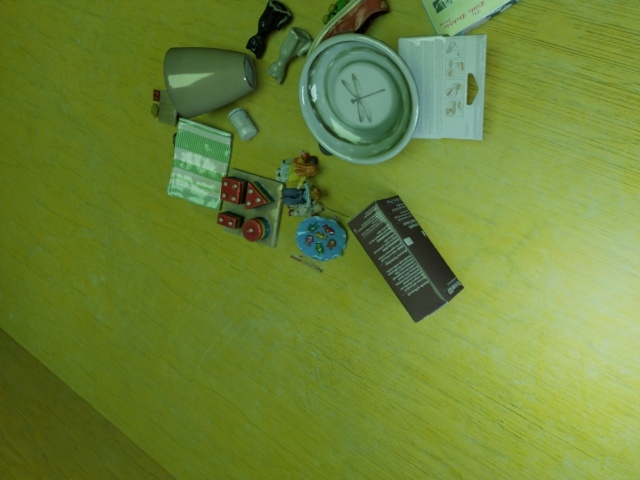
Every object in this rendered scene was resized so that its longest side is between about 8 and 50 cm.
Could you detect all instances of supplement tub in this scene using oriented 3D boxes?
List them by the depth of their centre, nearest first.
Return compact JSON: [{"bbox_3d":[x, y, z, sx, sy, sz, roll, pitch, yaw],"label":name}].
[{"bbox_3d":[-0.294,-0.438,1.934,0.071,0.071,0.107,-37,82,30],"label":"supplement tub"}]

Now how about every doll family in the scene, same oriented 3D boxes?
[{"bbox_3d":[-0.071,-0.190,1.824,0.163,0.118,0.262,-3,98,30],"label":"doll family"}]

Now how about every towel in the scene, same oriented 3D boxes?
[{"bbox_3d":[-0.487,-0.305,2.062,0.248,0.038,0.324,18,108,11],"label":"towel"}]

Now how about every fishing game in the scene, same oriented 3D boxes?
[{"bbox_3d":[0.000,0.000,1.832,0.189,0.041,0.264,27,121,-2],"label":"fishing game"}]

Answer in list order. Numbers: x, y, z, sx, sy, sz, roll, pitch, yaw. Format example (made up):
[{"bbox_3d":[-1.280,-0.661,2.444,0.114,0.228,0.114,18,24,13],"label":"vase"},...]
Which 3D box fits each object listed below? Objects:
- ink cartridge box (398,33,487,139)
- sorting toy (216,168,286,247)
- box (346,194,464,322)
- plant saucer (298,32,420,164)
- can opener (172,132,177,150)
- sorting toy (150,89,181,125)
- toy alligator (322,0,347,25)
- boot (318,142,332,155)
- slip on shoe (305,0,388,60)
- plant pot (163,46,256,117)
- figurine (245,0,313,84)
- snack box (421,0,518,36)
[{"bbox_3d":[0.362,-0.451,1.519,0.261,0.066,0.296,9,117,29],"label":"ink cartridge box"},{"bbox_3d":[-0.280,-0.123,1.976,0.256,0.089,0.256,19,108,26],"label":"sorting toy"},{"bbox_3d":[0.271,0.050,1.632,0.143,0.191,0.381,-38,81,30],"label":"box"},{"bbox_3d":[0.125,-0.435,1.578,0.401,0.100,0.400,18,130,23],"label":"plant saucer"},{"bbox_3d":[-0.577,-0.352,2.120,0.073,0.059,0.185,20,113,49],"label":"can opener"},{"bbox_3d":[-0.611,-0.543,2.099,0.275,0.046,0.132,21,109,43],"label":"sorting toy"},{"bbox_3d":[0.057,-0.758,1.682,0.189,0.056,0.051,-55,32,26],"label":"toy alligator"},{"bbox_3d":[0.035,-0.444,1.743,0.115,0.113,0.305,-133,44,-58],"label":"boot"},{"bbox_3d":[0.078,-0.660,1.642,0.331,0.123,0.101,-40,89,19],"label":"slip on shoe"},{"bbox_3d":[-0.384,-0.593,1.875,0.274,0.256,0.256,-4,98,15],"label":"plant pot"},{"bbox_3d":[-0.155,-0.687,1.805,0.214,0.092,0.209,53,128,10],"label":"figurine"},{"bbox_3d":[0.453,-0.723,1.450,0.322,0.060,0.187,-25,88,31],"label":"snack box"}]
